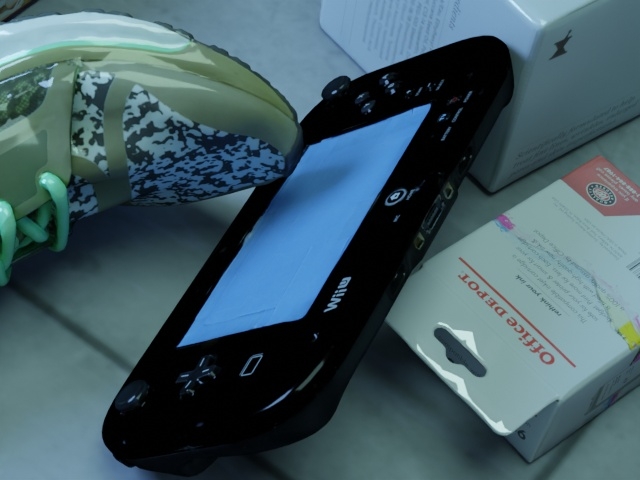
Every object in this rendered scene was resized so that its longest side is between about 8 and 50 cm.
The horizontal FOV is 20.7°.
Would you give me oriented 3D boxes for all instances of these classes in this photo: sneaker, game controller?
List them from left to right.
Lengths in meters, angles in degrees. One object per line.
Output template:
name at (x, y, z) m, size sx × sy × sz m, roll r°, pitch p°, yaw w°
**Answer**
sneaker at (-0.209, -0.006, 0.953) m, size 0.410 × 0.158 × 0.182 m, roll -5°, pitch 63°, yaw -5°
game controller at (0.000, 0.000, 0.971) m, size 0.067 × 0.166 × 0.319 m, roll 45°, pitch 50°, yaw -17°

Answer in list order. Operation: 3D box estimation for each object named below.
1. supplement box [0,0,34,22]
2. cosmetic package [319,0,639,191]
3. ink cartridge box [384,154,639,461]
supplement box at (-0.250, -0.173, 1.089) m, size 0.081 × 0.104 × 0.188 m, roll 34°, pitch 52°, yaw 17°
cosmetic package at (0.119, -0.162, 1.121) m, size 0.151 × 0.151 × 0.183 m, roll -27°, pitch 60°, yaw -28°
ink cartridge box at (0.129, 0.045, 1.009) m, size 0.198 × 0.067 × 0.115 m, roll -29°, pitch 62°, yaw -31°
